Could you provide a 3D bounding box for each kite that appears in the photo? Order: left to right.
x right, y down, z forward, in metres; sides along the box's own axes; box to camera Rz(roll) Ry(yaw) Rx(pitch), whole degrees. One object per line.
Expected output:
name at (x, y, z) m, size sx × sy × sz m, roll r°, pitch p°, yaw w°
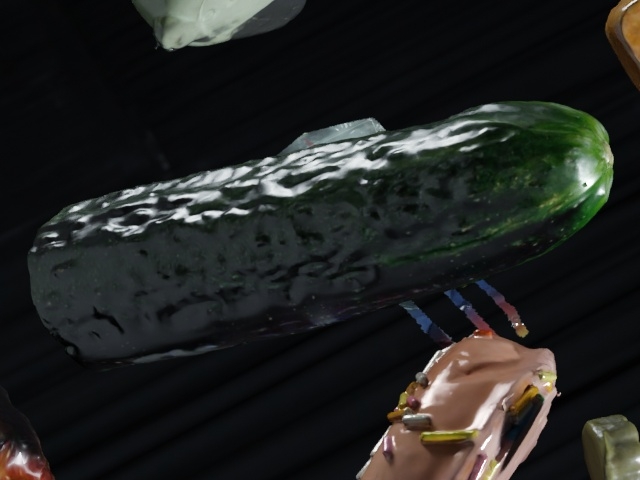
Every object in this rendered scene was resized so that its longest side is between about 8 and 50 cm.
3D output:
kite at (0.062, 0.000, 1.314) m, size 0.245 × 0.141 × 0.015 m, roll 49°, pitch -33°, yaw 16°

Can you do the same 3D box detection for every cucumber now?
cucumber at (0.000, -0.001, 0.638) m, size 0.074 × 0.241 × 0.074 m, roll 30°, pitch 54°, yaw -53°

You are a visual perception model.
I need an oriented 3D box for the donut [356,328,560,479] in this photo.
donut at (0.077, 0.158, 1.097) m, size 0.085 × 0.233 × 0.199 m, roll 30°, pitch -21°, yaw 13°

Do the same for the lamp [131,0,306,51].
lamp at (-0.115, -0.220, 0.933) m, size 0.244 × 0.197 × 0.198 m, roll 44°, pitch -13°, yaw 18°

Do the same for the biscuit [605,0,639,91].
biscuit at (0.494, -0.242, 1.559) m, size 0.078 × 0.455 × 0.350 m, roll -95°, pitch 170°, yaw -86°

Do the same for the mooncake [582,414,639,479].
mooncake at (0.221, 0.086, 0.887) m, size 0.347 × 0.057 × 0.150 m, roll -6°, pitch -78°, yaw 66°

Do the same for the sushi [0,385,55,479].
sushi at (-0.259, 0.199, 0.814) m, size 0.182 × 0.196 × 0.343 m, roll 56°, pitch -49°, yaw 38°
